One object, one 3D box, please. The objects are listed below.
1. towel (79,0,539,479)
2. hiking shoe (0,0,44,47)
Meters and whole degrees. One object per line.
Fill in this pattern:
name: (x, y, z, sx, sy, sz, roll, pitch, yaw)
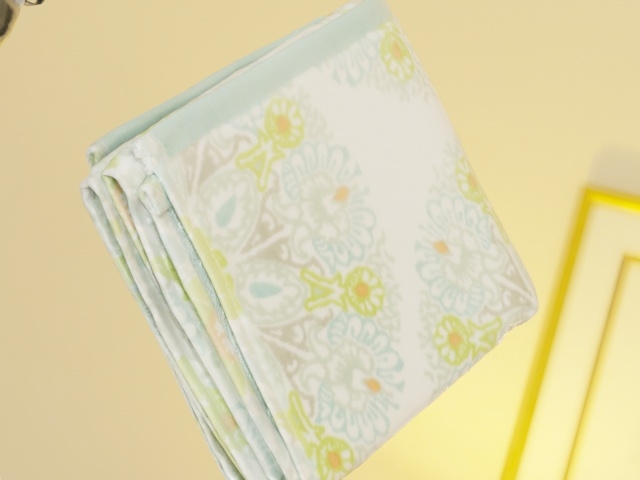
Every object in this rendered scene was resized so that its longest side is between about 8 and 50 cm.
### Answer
towel: (0.000, 0.000, 1.581, 0.090, 0.320, 0.374, -15, 15, 46)
hiking shoe: (-0.296, -0.241, 1.304, 0.113, 0.132, 0.304, 2, -43, 29)
